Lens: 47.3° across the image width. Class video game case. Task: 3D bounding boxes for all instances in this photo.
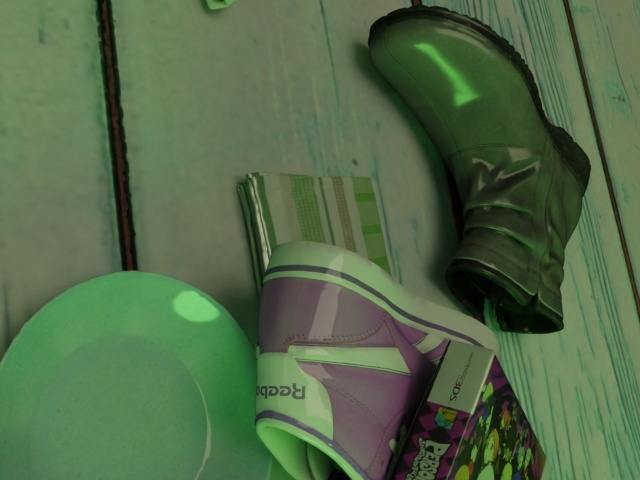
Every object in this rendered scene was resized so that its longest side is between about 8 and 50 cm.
[{"bbox_3d":[0.106,0.221,0.544,0.210,0.041,0.232,-62,141,-25],"label":"video game case"}]

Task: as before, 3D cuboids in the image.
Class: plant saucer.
[{"bbox_3d":[-0.114,0.117,0.450,0.195,0.037,0.195,17,64,-39],"label":"plant saucer"}]

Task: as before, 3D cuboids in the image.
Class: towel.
[{"bbox_3d":[0.000,0.000,0.618,0.152,0.023,0.113,-3,80,-47],"label":"towel"}]

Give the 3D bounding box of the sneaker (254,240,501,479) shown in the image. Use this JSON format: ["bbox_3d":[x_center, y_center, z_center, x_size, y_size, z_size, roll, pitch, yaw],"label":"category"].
[{"bbox_3d":[0.047,0.122,0.555,0.282,0.102,0.161,27,61,-44],"label":"sneaker"}]

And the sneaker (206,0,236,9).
[{"bbox_3d":[-0.113,-0.243,0.566,0.152,0.053,0.061,35,57,-32],"label":"sneaker"}]

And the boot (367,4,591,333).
[{"bbox_3d":[0.161,-0.058,0.732,0.338,0.118,0.223,34,60,-26],"label":"boot"}]
